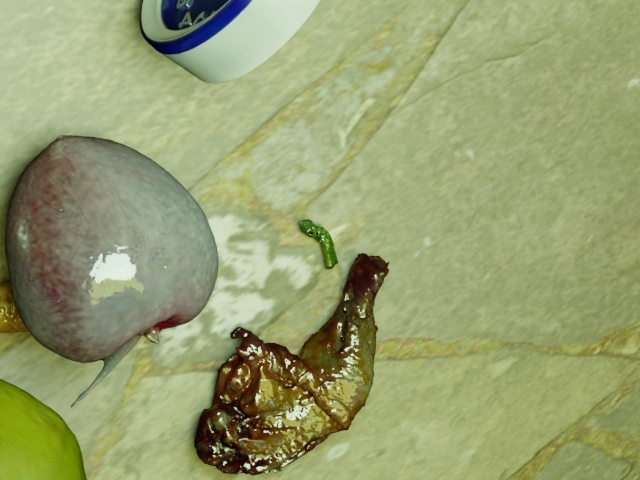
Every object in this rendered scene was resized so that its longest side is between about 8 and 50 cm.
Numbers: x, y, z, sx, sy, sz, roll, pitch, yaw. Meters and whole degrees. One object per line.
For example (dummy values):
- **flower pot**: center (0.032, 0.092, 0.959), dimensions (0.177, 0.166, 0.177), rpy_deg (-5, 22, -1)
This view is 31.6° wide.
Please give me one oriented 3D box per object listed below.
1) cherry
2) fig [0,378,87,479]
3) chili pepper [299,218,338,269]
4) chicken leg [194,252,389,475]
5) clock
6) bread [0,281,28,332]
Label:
- **cherry**: center (-0.214, 0.018, 1.153), dimensions (0.213, 0.183, 0.266), rpy_deg (-23, 102, -39)
- **fig**: center (-0.360, 0.273, 1.052), dimensions (0.343, 0.343, 0.344), rpy_deg (-9, 108, -28)
- **chili pepper**: center (0.000, 0.000, 1.368), dimensions (0.027, 0.022, 0.083), rpy_deg (-25, 126, 15)
- **chicken leg**: center (-0.022, 0.155, 1.371), dimensions (0.322, 0.083, 0.177), rpy_deg (-30, 107, -18)
- **clock**: center (-0.078, -0.269, 1.123), dimensions (0.083, 0.230, 0.230), rpy_deg (37, 84, -36)
- **bread**: center (-0.366, 0.067, 1.161), dimensions (0.157, 0.044, 0.052), rpy_deg (6, 95, -32)
